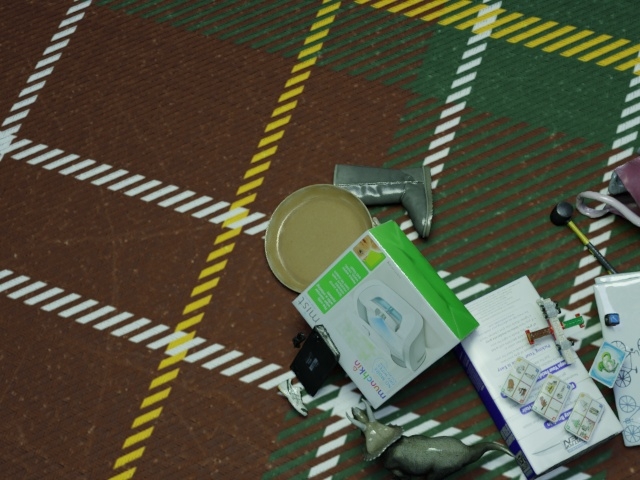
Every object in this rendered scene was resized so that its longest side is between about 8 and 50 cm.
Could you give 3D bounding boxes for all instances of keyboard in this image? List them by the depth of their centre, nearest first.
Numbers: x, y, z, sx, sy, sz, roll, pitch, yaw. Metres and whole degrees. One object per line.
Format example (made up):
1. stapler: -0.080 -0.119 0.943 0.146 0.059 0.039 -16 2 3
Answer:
1. keyboard: -0.016 0.220 1.623 0.023 0.180 0.108 -24 68 -33

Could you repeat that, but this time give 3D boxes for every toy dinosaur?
1. toy dinosaur: 0.194 0.394 1.538 0.314 0.160 0.121 12 69 10

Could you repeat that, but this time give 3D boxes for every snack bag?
1. snack bag: 0.701 0.200 1.548 0.343 0.037 0.323 -10 84 19

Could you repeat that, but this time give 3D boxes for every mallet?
1. mallet: 0.543 0.003 1.748 0.039 0.062 0.189 -36 84 -9

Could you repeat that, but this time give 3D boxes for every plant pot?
1. plant pot: 0.000 0.000 1.764 0.236 0.032 0.236 -4 75 15

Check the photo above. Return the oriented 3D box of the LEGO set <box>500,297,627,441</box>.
1. LEGO set: 0.452 0.218 1.554 0.182 0.060 0.244 29 73 3

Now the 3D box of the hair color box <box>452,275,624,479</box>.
1. hair color box: 0.393 0.259 1.609 0.185 0.110 0.338 -24 66 -7

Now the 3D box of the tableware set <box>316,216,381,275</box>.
1. tableware set: 0.072 0.029 1.777 0.169 0.020 0.141 -15 67 -2

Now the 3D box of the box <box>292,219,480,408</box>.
1. box: 0.121 0.137 1.597 0.231 0.127 0.262 -43 78 27

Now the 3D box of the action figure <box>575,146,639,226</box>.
1. action figure: 0.716 -0.029 1.631 0.276 0.248 0.370 -32 73 2

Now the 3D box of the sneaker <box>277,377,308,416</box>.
1. sneaker: -0.047 0.306 1.663 0.037 0.032 0.083 -38 70 -11

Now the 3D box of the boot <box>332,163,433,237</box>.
1. boot: 0.130 -0.086 1.792 0.209 0.076 0.189 1 54 -2
